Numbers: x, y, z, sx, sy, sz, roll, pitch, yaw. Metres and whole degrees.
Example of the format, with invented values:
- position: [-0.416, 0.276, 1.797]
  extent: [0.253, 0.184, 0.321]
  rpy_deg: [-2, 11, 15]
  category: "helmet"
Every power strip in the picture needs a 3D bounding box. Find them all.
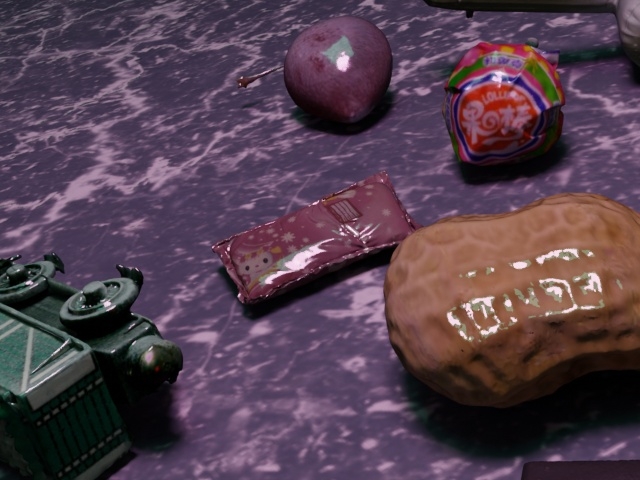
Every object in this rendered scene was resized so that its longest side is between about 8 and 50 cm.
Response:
- position: [0.172, 0.149, 0.659]
  extent: [0.111, 0.038, 0.029]
  rpy_deg: [-3, 28, 17]
  category: "power strip"

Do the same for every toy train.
- position: [-0.218, 0.090, 0.869]
  extent: [0.269, 0.115, 0.154]
  rpy_deg: [16, 48, 42]
  category: "toy train"

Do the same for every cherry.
- position: [-0.006, -0.179, 1.290]
  extent: [0.188, 0.115, 0.148]
  rpy_deg: [-19, 66, 5]
  category: "cherry"

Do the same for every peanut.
- position: [0.161, 0.039, 0.794]
  extent: [0.233, 0.110, 0.197]
  rpy_deg: [-14, 28, 3]
  category: "peanut"

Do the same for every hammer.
- position: [0.274, -0.267, 1.248]
  extent: [0.335, 0.119, 0.206]
  rpy_deg: [3, 34, 9]
  category: "hammer"

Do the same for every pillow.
- position: [0.000, 0.000, 1.008]
  extent: [0.185, 0.043, 0.118]
  rpy_deg: [-23, 35, -11]
  category: "pillow"

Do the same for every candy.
- position: [0.208, -0.173, 1.199]
  extent: [0.124, 0.124, 0.365]
  rpy_deg: [-4, 18, 18]
  category: "candy"
